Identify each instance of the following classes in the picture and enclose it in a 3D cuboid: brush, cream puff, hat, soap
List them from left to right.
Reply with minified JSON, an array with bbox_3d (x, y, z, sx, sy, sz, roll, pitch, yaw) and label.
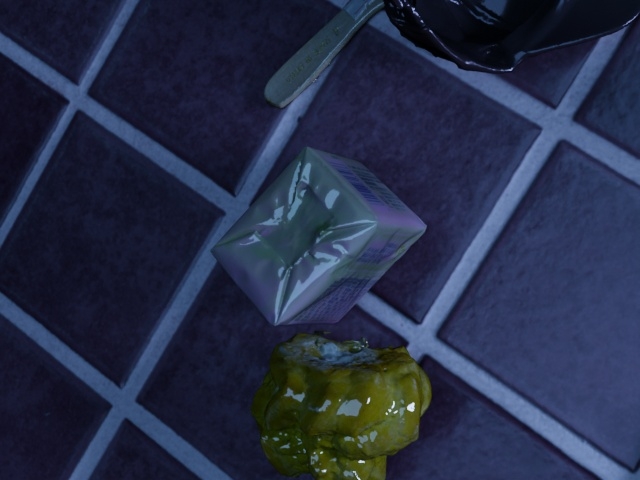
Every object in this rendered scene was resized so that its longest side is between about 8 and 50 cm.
[{"bbox_3d":[0.000,0.000,1.500,0.138,0.199,0.182,46,104,17],"label":"soap"},{"bbox_3d":[0.020,0.215,1.492,0.221,0.195,0.194,6,88,27],"label":"cream puff"},{"bbox_3d":[0.048,-0.293,1.600,0.336,0.020,0.085,-45,71,13],"label":"brush"},{"bbox_3d":[0.215,-0.334,1.479,0.336,0.209,0.238,-11,113,-3],"label":"hat"}]
